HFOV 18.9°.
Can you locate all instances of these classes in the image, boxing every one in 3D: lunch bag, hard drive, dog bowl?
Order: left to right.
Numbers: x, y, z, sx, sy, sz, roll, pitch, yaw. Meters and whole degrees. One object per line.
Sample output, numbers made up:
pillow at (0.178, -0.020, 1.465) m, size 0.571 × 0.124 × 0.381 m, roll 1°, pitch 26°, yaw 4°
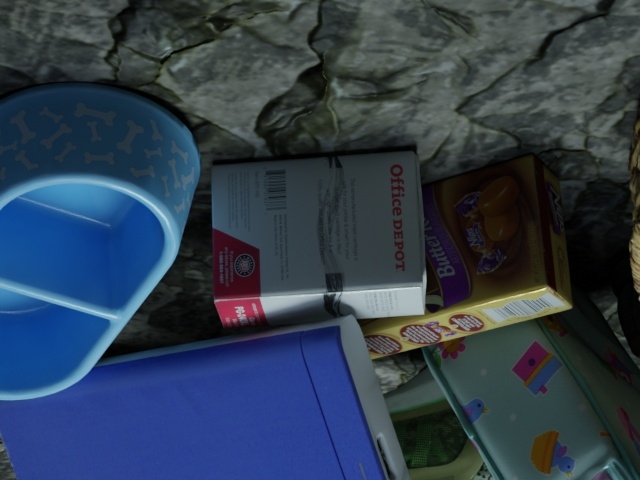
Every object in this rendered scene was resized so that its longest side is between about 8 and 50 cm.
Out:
dog bowl at (-0.198, 0.013, 1.363) m, size 0.166 × 0.074 × 0.297 m, roll 18°, pitch 136°, yaw -24°
hard drive at (-0.086, 0.180, 1.438) m, size 0.319 × 0.210 × 0.040 m, roll -12°, pitch -166°, yaw 30°
lunch bag at (0.199, 0.134, 1.486) m, size 0.108 × 0.279 × 0.224 m, roll -40°, pitch 150°, yaw 19°

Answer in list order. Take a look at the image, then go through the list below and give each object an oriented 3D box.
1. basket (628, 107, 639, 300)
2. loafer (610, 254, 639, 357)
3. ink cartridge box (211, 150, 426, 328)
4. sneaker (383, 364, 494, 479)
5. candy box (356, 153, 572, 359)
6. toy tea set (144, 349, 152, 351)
basket at (0.322, -0.002, 1.268) m, size 0.214 × 0.223 × 0.299 m, roll 6°, pitch 155°, yaw -11°
loafer at (0.370, 0.052, 1.543) m, size 0.268 × 0.084 × 0.096 m, roll -3°, pitch 153°, yaw 2°
ink cartridge box at (0.000, 0.000, 1.379) m, size 0.151 × 0.109 × 0.063 m, roll -4°, pitch 155°, yaw 4°
sneaker at (0.078, 0.221, 1.577) m, size 0.410 × 0.182 × 0.158 m, roll -29°, pitch 138°, yaw -23°
candy box at (0.087, 0.017, 1.422) m, size 0.187 × 0.109 × 0.053 m, roll -17°, pitch 150°, yaw 26°
toy tea set at (-0.071, 0.176, 1.730) m, size 0.200 × 0.124 × 0.336 m, roll 21°, pitch -171°, yaw 33°
